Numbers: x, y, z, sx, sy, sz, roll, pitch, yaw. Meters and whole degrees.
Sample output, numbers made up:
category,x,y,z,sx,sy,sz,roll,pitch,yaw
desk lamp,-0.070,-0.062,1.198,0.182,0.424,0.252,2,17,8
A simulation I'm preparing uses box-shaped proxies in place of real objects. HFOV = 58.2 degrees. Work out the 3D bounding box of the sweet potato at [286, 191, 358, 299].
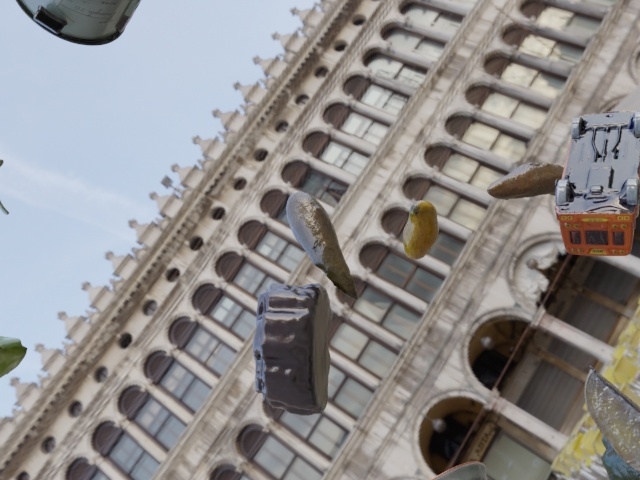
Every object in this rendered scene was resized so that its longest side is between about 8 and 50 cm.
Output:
category,x,y,z,sx,sy,sz,roll,pitch,yaw
sweet potato,-0.001,0.000,1.782,0.130,0.423,0.131,-23,-30,-14

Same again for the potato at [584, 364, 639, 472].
category,x,y,z,sx,sy,sz,roll,pitch,yaw
potato,0.600,0.371,1.107,0.100,0.261,0.120,-50,-33,6

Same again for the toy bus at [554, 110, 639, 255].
category,x,y,z,sx,sy,sz,roll,pitch,yaw
toy bus,0.562,-0.125,1.140,0.329,0.142,0.153,-61,-41,-38

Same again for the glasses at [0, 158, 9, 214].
category,x,y,z,sx,sy,sz,roll,pitch,yaw
glasses,-0.690,-0.109,1.063,0.102,0.239,0.206,-29,-40,29

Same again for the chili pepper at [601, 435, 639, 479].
category,x,y,z,sx,sy,sz,roll,pitch,yaw
chili pepper,0.801,0.506,1.339,0.248,0.233,0.257,-42,-3,-33

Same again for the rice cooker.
category,x,y,z,sx,sy,sz,roll,pitch,yaw
rice cooker,-0.486,-0.535,1.165,0.241,0.227,0.281,29,-127,-27

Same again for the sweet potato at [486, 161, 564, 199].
category,x,y,z,sx,sy,sz,roll,pitch,yaw
sweet potato,0.583,-0.158,1.513,0.341,0.114,0.092,0,-45,-11

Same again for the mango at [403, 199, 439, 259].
category,x,y,z,sx,sy,sz,roll,pitch,yaw
mango,0.246,-0.027,1.413,0.098,0.075,0.190,-28,-42,-24

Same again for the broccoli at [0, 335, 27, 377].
category,x,y,z,sx,sy,sz,roll,pitch,yaw
broccoli,-0.796,0.257,1.156,0.397,0.275,0.353,-39,-11,-42

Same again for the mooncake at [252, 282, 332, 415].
category,x,y,z,sx,sy,sz,roll,pitch,yaw
mooncake,-0.081,0.300,1.696,0.351,0.212,0.381,86,-172,-46

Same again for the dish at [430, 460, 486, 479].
category,x,y,z,sx,sy,sz,roll,pitch,yaw
dish,0.277,0.601,1.265,0.260,0.085,0.260,-19,-42,-18
